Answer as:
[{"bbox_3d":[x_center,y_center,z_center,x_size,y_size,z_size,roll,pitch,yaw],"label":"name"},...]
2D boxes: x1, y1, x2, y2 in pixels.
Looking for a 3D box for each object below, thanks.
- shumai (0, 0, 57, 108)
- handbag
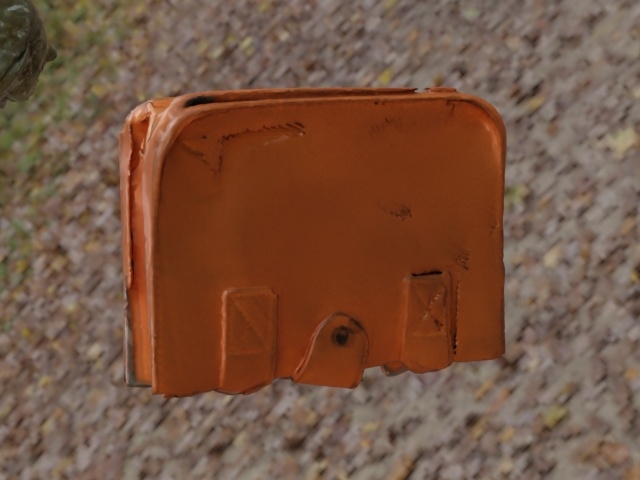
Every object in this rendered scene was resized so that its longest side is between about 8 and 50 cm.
[{"bbox_3d":[-0.335,-0.201,1.330,0.184,0.184,0.142,-43,15,7],"label":"shumai"},{"bbox_3d":[0.000,0.000,1.431,0.116,0.410,0.303,4,96,60],"label":"handbag"}]
